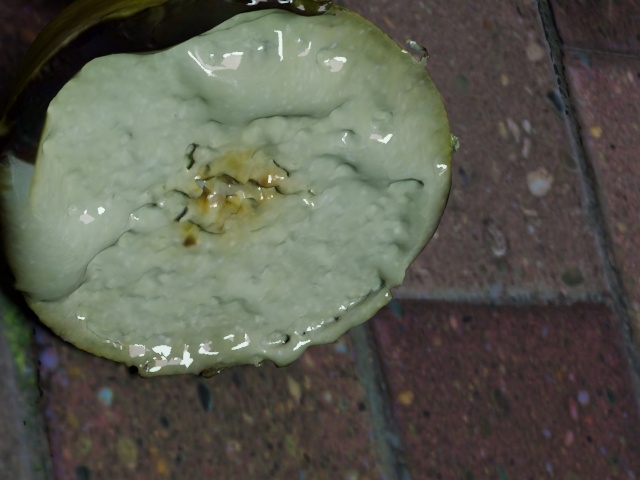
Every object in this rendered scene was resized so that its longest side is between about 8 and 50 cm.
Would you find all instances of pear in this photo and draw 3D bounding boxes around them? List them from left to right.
[{"bbox_3d":[-0.074,-0.064,1.079,0.267,0.267,0.178,17,26,-36],"label":"pear"}]

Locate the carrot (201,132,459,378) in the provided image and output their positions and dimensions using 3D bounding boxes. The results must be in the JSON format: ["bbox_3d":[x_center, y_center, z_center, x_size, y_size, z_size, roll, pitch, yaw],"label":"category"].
[{"bbox_3d":[0.000,0.000,1.195,0.256,0.061,0.061,-42,100,-36],"label":"carrot"}]
